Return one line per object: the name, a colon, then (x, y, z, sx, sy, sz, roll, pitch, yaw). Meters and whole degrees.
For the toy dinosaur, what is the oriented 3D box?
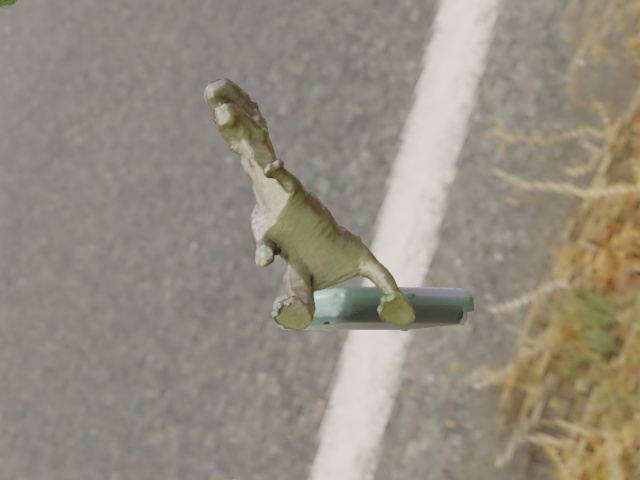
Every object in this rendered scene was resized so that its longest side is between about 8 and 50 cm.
toy dinosaur: (0.003, -0.003, 1.382, 0.072, 0.251, 0.199, -39, 45, 16)

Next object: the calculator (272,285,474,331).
calculator: (0.060, 0.078, 2.156, 0.141, 0.246, 0.045, -11, 80, 54)

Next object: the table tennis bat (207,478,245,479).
table tennis bat: (-0.036, 0.320, 1.497, 0.321, 0.198, 0.050, 55, 146, 30)

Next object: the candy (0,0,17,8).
candy: (-0.319, -0.397, 1.814, 0.132, 0.142, 0.343, 34, 113, 46)
